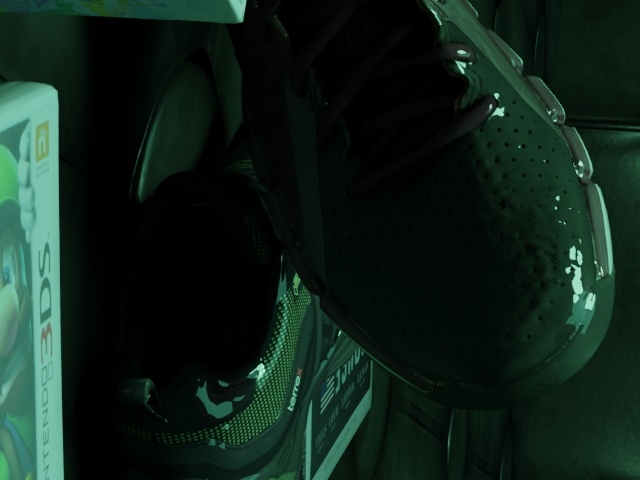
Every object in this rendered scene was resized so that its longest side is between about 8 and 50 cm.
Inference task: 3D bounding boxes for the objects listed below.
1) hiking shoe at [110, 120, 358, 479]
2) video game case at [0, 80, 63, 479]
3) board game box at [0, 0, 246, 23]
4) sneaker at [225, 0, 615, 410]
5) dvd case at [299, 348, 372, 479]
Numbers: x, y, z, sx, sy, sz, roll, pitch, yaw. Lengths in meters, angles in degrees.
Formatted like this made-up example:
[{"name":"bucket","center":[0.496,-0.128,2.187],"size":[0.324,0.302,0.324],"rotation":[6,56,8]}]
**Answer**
[{"name":"hiking shoe","center":[-0.022,0.006,0.717],"size":[0.114,0.086,0.227],"rotation":[87,14,-46]},{"name":"video game case","center":[-0.105,0.059,0.486],"size":[0.190,0.022,0.173],"rotation":[-48,140,-72]},{"name":"board game box","center":[-0.079,-0.085,0.363],"size":[0.154,0.103,0.026],"rotation":[57,38,-71]},{"name":"sneaker","center":[-0.009,-0.081,0.611],"size":[0.281,0.106,0.162],"rotation":[63,10,27]},{"name":"dvd case","center":[0.000,0.000,0.971],"size":[0.179,0.029,0.238],"rotation":[-47,138,-72]}]
